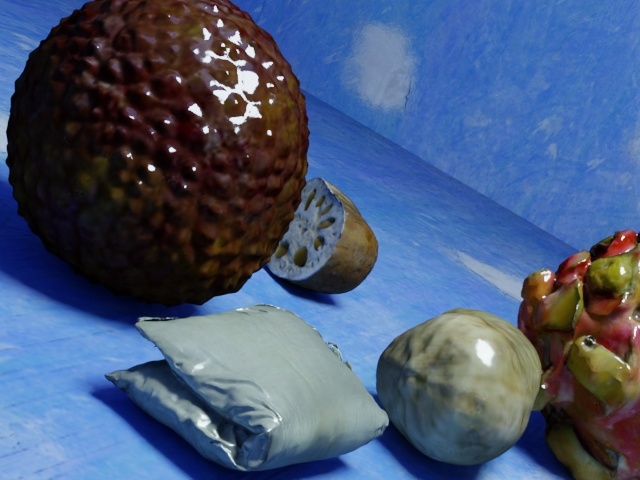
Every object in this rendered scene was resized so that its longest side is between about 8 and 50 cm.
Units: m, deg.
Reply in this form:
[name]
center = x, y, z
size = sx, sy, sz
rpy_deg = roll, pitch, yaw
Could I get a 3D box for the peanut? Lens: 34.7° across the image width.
[peanut]
center = 0.125, 0.118, 0.899
size = 0.137, 0.122, 0.253
rpy_deg = 22, 8, 16

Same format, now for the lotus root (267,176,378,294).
[lotus root]
center = -0.002, 0.002, 1.115
size = 0.081, 0.112, 0.122
rpy_deg = 35, 16, -46

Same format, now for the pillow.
[pillow]
center = -0.043, 0.101, 0.707
size = 0.134, 0.077, 0.181
rpy_deg = 36, 16, 28

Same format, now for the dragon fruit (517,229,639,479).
[dragon fruit]
center = 0.315, 0.130, 1.006
size = 0.263, 0.314, 0.296
rpy_deg = 8, 42, -15

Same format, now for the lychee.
[lychee]
center = -0.133, -0.078, 0.842
size = 0.261, 0.260, 0.260
rpy_deg = 27, 13, -7
